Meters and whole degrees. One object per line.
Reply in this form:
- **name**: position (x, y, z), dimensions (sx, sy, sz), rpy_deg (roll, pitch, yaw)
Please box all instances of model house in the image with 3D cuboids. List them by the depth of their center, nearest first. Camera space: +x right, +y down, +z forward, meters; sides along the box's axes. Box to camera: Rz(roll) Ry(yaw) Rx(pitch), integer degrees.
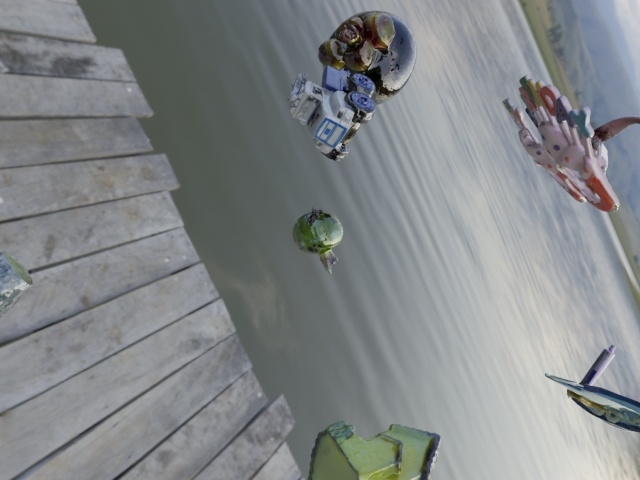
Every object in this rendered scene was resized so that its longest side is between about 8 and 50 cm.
- **model house**: position (0.110, 0.406, 0.941), dimensions (0.170, 0.212, 0.193), rpy_deg (43, -46, 53)

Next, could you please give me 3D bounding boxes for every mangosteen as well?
- **mangosteen**: position (0.125, -0.516, 1.495), dimensions (0.302, 0.275, 0.274), rpy_deg (14, 57, -67)

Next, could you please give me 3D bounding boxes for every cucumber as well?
- **cucumber**: position (-0.380, 0.064, 0.607), dimensions (0.064, 0.112, 0.064), rpy_deg (43, -1, 1)

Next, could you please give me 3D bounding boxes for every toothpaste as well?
- **toothpaste**: position (0.711, 0.342, 1.396), dimensions (0.028, 0.169, 0.045), rpy_deg (33, 5, -5)

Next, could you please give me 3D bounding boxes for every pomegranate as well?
- **pomegranate**: position (0.000, 0.000, 1.272), dimensions (0.122, 0.122, 0.161), rpy_deg (-25, 95, -63)

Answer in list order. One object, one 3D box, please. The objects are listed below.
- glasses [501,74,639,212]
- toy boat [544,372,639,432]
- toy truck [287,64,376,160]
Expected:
- **glasses**: position (0.278, -0.123, 0.590), dimensions (0.162, 0.095, 0.255), rpy_deg (46, 10, 1)
- **toy boat**: position (0.564, 0.316, 1.103), dimensions (0.291, 0.221, 0.066), rpy_deg (34, 79, -29)
- **toy truck**: position (0.016, -0.304, 1.216), dimensions (0.177, 0.161, 0.213), rpy_deg (24, 40, -17)
